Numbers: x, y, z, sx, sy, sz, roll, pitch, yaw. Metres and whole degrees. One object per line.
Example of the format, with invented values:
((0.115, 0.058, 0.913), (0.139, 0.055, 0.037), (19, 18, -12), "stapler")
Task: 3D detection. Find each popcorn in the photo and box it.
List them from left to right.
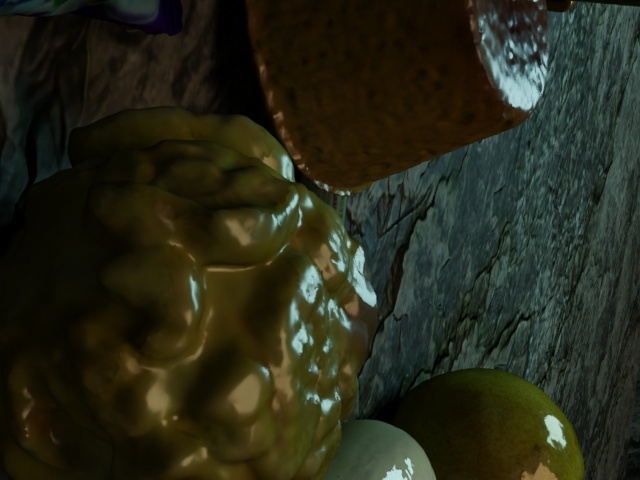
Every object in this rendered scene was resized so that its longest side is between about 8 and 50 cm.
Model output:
((-0.069, 0.041, 0.556), (0.217, 0.181, 0.235), (-55, 152, -45), "popcorn")

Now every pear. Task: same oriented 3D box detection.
((0.167, 0.230, 1.144), (0.209, 0.209, 0.209), (-40, 135, -55), "pear")

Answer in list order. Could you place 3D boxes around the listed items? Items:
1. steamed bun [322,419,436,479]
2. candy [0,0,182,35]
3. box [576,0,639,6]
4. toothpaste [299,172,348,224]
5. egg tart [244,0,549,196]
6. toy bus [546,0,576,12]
((0.006, 0.272, 0.858), (0.200, 0.154, 0.250), (-32, 122, -63), "steamed bun")
((-0.139, -0.143, 0.463), (0.275, 0.070, 0.145), (-29, 118, -58), "candy")
((0.249, -0.297, 0.826), (0.373, 0.420, 0.138), (27, 74, -64), "box")
((0.000, 0.000, 0.872), (0.064, 0.041, 0.218), (-44, 142, -61), "toothpaste")
((0.053, -0.139, 0.755), (0.215, 0.170, 0.215), (13, 74, -59), "egg tart")
((0.249, -0.314, 1.190), (0.201, 0.114, 0.098), (-44, 139, -53), "toy bus")
